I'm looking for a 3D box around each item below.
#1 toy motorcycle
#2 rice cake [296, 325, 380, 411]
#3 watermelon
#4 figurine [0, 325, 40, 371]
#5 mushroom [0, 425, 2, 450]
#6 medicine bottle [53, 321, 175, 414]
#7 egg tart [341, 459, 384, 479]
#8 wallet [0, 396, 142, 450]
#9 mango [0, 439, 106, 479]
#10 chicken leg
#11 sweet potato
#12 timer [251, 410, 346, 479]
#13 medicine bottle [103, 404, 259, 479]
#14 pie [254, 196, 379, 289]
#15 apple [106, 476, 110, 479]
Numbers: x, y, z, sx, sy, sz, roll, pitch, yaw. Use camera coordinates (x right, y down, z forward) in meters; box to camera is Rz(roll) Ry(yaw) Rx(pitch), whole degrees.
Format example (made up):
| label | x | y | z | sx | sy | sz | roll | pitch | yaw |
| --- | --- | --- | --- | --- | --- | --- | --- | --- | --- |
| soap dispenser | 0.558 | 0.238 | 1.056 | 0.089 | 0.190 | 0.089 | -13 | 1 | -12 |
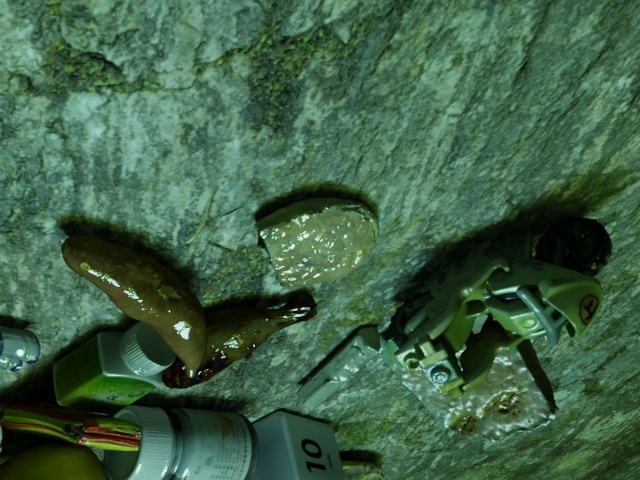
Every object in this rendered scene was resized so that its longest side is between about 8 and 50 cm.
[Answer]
| label | x | y | z | sx | sy | sz | roll | pitch | yaw |
| --- | --- | --- | --- | --- | --- | --- | --- | --- | --- |
| toy motorcycle | 0.299 | 0.110 | 1.531 | 0.410 | 0.237 | 0.169 | -28 | 119 | 19 |
| rice cake | 0.034 | 0.252 | 1.793 | 0.052 | 0.057 | 0.256 | 6 | 142 | -34 |
| watermelon | 0.284 | 0.243 | 1.772 | 0.264 | 0.302 | 0.151 | -33 | -178 | 24 |
| figurine | -0.535 | 0.152 | 1.335 | 0.274 | 0.133 | 0.194 | -2 | 164 | -37 |
| mushroom | -0.691 | 0.424 | 1.629 | 0.154 | 0.137 | 0.407 | -35 | 174 | -46 |
| medicine bottle | -0.337 | 0.211 | 1.537 | 0.188 | 0.088 | 0.132 | -33 | 145 | 27 |
| egg tart | 0.004 | 0.661 | 2.339 | 0.352 | 0.150 | 0.352 | -11 | 152 | -6 |
| wallet | -0.438 | 0.315 | 1.589 | 0.241 | 0.067 | 0.141 | 1 | 164 | 34 |
| mango | -0.521 | 0.494 | 1.711 | 0.301 | 0.220 | 0.445 | -52 | -176 | 1 |
| chicken leg | -0.155 | 0.178 | 1.588 | 0.177 | 0.083 | 0.322 | 6 | 145 | -46 |
| sweet potato | -0.252 | 0.079 | 1.369 | 0.106 | 0.095 | 0.354 | -56 | 140 | -19 |
| timer | -0.080 | 0.507 | 2.011 | 0.194 | 0.192 | 0.195 | -31 | 145 | 24 |
| medicine bottle | -0.269 | 0.409 | 1.805 | 0.273 | 0.165 | 0.165 | 16 | 136 | -40 |
| pie | 0.001 | 0.003 | 1.396 | 0.185 | 0.052 | 0.218 | -14 | 146 | 0 |
| apple | -0.332 | 0.573 | 1.959 | 0.264 | 0.264 | 0.264 | -11 | 148 | -7 |
